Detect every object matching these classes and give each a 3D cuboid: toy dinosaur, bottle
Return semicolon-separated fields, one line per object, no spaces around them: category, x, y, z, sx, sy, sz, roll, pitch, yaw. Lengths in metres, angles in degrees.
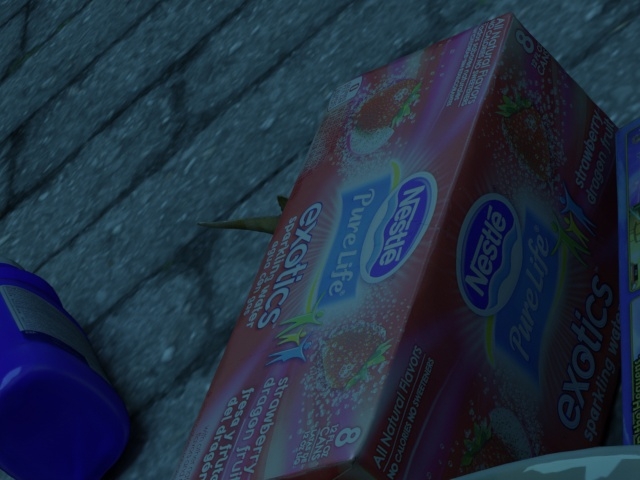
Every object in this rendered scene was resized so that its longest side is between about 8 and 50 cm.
toy dinosaur;0.000;0.000;1.202;0.053;0.092;0.183;-54;27;-15
bottle;-0.222;0.087;1.387;0.092;0.118;0.283;-47;27;1

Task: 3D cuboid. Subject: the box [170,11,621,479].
box;0.058;0.047;0.982;0.142;0.154;0.300;-21;35;42

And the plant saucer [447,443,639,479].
plant saucer;0.078;0.155;0.640;0.400;0.100;0.400;-16;12;3

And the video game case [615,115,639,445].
video game case;0.254;-0.011;0.871;0.244;0.061;0.269;-30;31;29
